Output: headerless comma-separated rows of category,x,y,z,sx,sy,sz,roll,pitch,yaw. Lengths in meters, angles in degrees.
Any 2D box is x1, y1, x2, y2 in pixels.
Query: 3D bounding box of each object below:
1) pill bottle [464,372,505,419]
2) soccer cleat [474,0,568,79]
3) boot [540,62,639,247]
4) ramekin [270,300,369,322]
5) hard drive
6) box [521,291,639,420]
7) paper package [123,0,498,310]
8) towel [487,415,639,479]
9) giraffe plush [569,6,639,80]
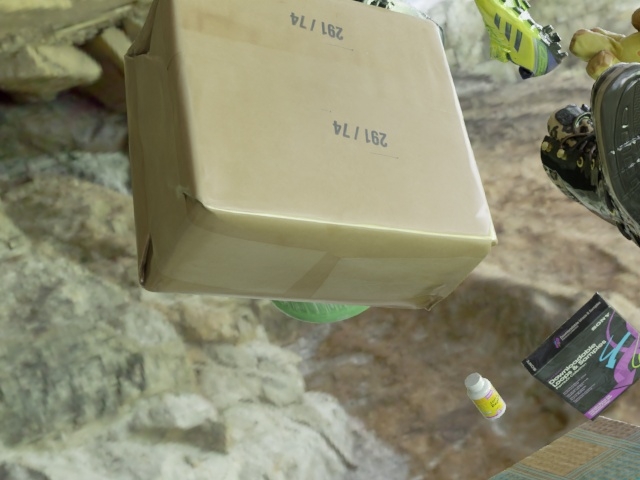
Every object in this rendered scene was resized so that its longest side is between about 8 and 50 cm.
pill bottle,0.279,0.264,1.619,0.043,0.083,0.043,-29,-152,17
soccer cleat,0.352,-0.381,1.766,0.121,0.093,0.289,-31,145,28
boot,0.428,-0.131,1.401,0.138,0.377,0.284,-38,-146,1
ramekin,0.000,0.000,1.916,0.303,0.303,0.148,-18,148,5
hard drive,0.077,-0.349,1.437,0.172,0.054,0.255,30,-169,33
box,0.313,0.136,1.083,0.116,0.162,0.029,-46,-139,10
paper package,-0.019,-0.100,0.977,0.325,0.309,0.168,5,149,-27
towel,0.453,0.429,1.698,0.370,0.040,0.271,-24,-169,-22
giraffe plush,0.601,-0.367,1.774,0.181,0.210,0.170,-12,145,-46
